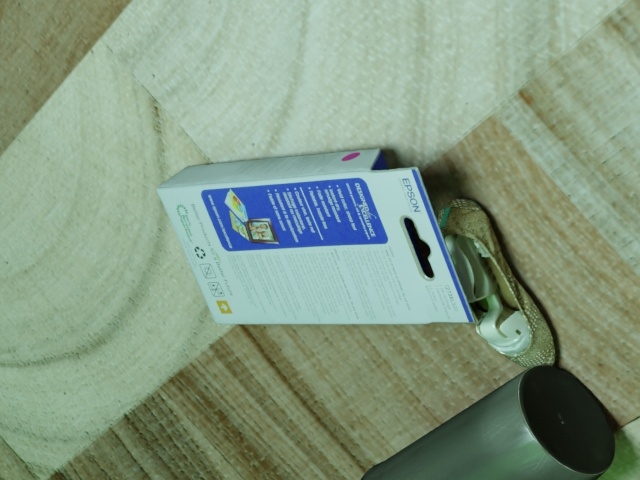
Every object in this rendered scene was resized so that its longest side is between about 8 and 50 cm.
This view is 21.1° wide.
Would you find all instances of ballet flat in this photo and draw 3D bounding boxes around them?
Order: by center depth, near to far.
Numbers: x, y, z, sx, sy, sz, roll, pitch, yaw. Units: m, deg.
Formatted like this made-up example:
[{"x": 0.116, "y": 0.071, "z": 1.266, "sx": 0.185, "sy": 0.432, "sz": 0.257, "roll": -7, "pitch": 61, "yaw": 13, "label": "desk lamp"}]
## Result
[{"x": 0.167, "y": 0.057, "z": 1.718, "sx": 0.073, "sy": 0.067, "sz": 0.206, "roll": -21, "pitch": 107, "yaw": 38, "label": "ballet flat"}]

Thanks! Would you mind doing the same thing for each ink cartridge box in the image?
[{"x": 0.000, "y": 0.000, "z": 1.780, "sx": 0.371, "sy": 0.069, "sz": 0.175, "roll": -1, "pitch": 119, "yaw": 45, "label": "ink cartridge box"}]

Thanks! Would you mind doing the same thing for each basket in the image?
[{"x": 0.183, "y": 0.239, "z": 1.773, "sx": 0.227, "sy": 0.204, "sz": 0.154, "roll": -44, "pitch": 49, "yaw": 37, "label": "basket"}]
